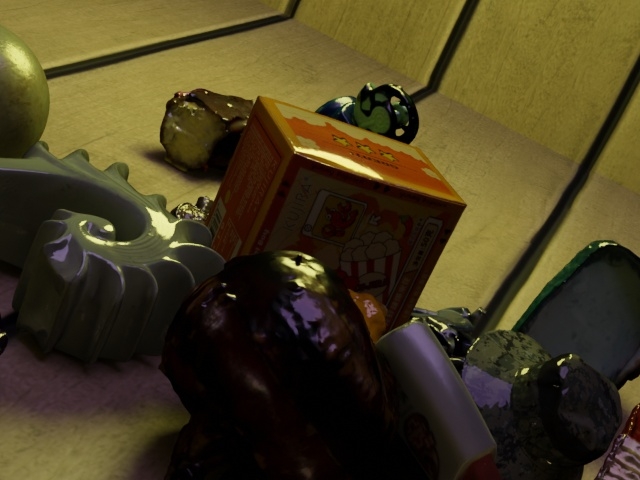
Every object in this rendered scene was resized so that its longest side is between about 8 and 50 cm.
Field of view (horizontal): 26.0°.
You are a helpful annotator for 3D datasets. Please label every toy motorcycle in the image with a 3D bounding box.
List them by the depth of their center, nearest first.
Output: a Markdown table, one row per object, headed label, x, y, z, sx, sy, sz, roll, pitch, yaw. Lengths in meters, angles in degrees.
| label | x | y | z | sx | sy | sz | roll | pitch | yaw |
| --- | --- | --- | --- | --- | --- | --- | --- | --- | --- |
| toy motorcycle | 0.189 | 0.161 | 1.935 | 0.159 | 0.106 | 0.270 | 2 | 26 | -36 |
| toy motorcycle | 0.059 | -0.088 | 2.084 | 0.125 | 0.331 | 0.196 | -19 | 34 | -42 |

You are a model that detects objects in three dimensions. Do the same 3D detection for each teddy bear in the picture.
| label | x | y | z | sx | sy | sz | roll | pitch | yaw |
| --- | --- | --- | --- | --- | --- | --- | --- | --- | --- |
| teddy bear | -0.153 | -0.001 | 1.990 | 0.160 | 0.078 | 0.119 | 23 | 53 | -24 |

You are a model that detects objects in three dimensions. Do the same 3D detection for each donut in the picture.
| label | x | y | z | sx | sy | sz | roll | pitch | yaw |
| --- | --- | --- | --- | --- | --- | --- | --- | --- | --- |
| donut | -0.091 | -0.127 | 2.294 | 0.345 | 0.136 | 0.259 | 39 | 22 | 32 |

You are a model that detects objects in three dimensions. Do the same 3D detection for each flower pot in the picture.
| label | x | y | z | sx | sy | sz | roll | pitch | yaw |
| --- | --- | --- | --- | --- | --- | --- | --- | --- | --- |
| flower pot | -0.303 | -0.005 | 1.685 | 0.367 | 0.165 | 0.254 | 39 | 29 | 31 |

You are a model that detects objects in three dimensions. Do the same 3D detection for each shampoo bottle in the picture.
| label | x | y | z | sx | sy | sz | roll | pitch | yaw |
| --- | --- | --- | --- | --- | --- | --- | --- | --- | --- |
| shampoo bottle | 0.144 | 0.233 | 1.559 | 0.071 | 0.153 | 0.284 | -22 | 72 | -24 |

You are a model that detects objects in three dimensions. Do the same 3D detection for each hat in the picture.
| label | x | y | z | sx | sy | sz | roll | pitch | yaw |
| --- | --- | --- | --- | --- | --- | --- | --- | --- | --- |
| hat | 0.286 | 0.208 | 1.666 | 0.265 | 0.128 | 0.266 | 23 | 55 | -37 |

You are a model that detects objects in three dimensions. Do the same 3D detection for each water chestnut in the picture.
| label | x | y | z | sx | sy | sz | roll | pitch | yaw |
| --- | --- | --- | --- | --- | --- | --- | --- | --- | --- |
| water chestnut | -0.061 | 0.163 | 1.469 | 0.300 | 0.300 | 0.300 | 22 | 20 | -8 |

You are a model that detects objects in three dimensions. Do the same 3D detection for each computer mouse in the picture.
| label | x | y | z | sx | sy | sz | roll | pitch | yaw |
| --- | --- | --- | --- | --- | --- | --- | --- | --- | --- |
| computer mouse | 0.096 | 0.219 | 1.674 | 0.105 | 0.062 | 0.192 | -20 | 42 | -18 |

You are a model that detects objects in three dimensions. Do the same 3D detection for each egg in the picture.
| label | x | y | z | sx | sy | sz | roll | pitch | yaw |
| --- | --- | --- | --- | --- | --- | --- | --- | --- | --- |
| egg | -0.501 | -0.202 | 1.879 | 0.295 | 0.218 | 0.218 | 22 | 15 | 34 |

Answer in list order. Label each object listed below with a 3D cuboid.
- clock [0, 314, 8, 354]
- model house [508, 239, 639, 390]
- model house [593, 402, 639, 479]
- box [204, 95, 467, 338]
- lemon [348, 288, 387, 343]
| label | x | y | z | sx | sy | sz | roll | pitch | yaw |
| --- | --- | --- | --- | --- | --- | --- | --- | --- | --- |
| clock | -0.427 | 0.089 | 1.392 | 0.194 | 0.100 | 0.195 | 25 | 18 | 5 |
| model house | 0.392 | 0.125 | 2.112 | 0.184 | 0.253 | 0.291 | 38 | 3 | -1 |
| model house | 0.417 | 0.335 | 1.679 | 0.196 | 0.160 | 0.254 | 31 | 23 | 15 |
| box | 0.000 | 0.000 | 1.846 | 0.259 | 0.284 | 0.214 | 16 | 22 | -22 |
| lemon | -0.001 | 0.127 | 1.705 | 0.142 | 0.187 | 0.142 | 64 | 0 | 0 |
